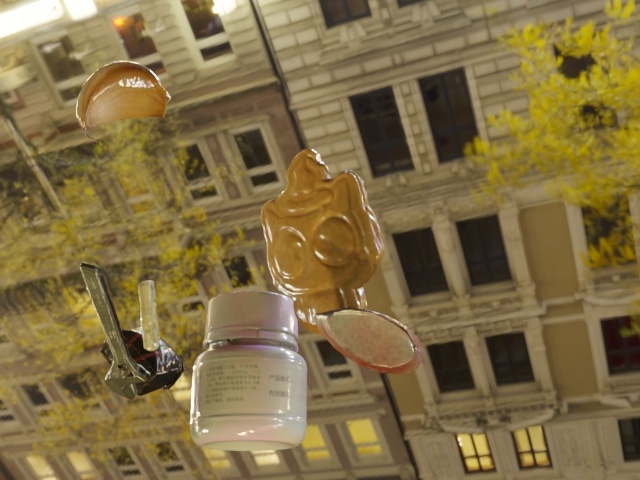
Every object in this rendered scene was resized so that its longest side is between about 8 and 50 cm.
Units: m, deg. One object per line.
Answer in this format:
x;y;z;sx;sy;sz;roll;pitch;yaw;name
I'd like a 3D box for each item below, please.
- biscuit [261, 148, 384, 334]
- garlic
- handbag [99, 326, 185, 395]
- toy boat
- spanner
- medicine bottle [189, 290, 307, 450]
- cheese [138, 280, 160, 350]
-0.002;0.000;1.407;0.269;0.376;0.051;-16;171;33;biscuit
-0.408;-0.279;1.389;0.115;0.128;0.206;7;-151;43;garlic
-0.531;0.354;2.106;0.215;0.169;0.155;41;-83;21;handbag
0.091;0.180;1.297;0.206;0.096;0.282;18;174;10;toy boat
-0.361;0.165;1.231;0.093;0.326;0.026;5;-142;13;spanner
-0.148;0.278;1.497;0.241;0.241;0.302;-9;-114;21;medicine bottle
-0.473;0.207;1.957;0.043;0.194;0.065;-4;-178;-1;cheese
